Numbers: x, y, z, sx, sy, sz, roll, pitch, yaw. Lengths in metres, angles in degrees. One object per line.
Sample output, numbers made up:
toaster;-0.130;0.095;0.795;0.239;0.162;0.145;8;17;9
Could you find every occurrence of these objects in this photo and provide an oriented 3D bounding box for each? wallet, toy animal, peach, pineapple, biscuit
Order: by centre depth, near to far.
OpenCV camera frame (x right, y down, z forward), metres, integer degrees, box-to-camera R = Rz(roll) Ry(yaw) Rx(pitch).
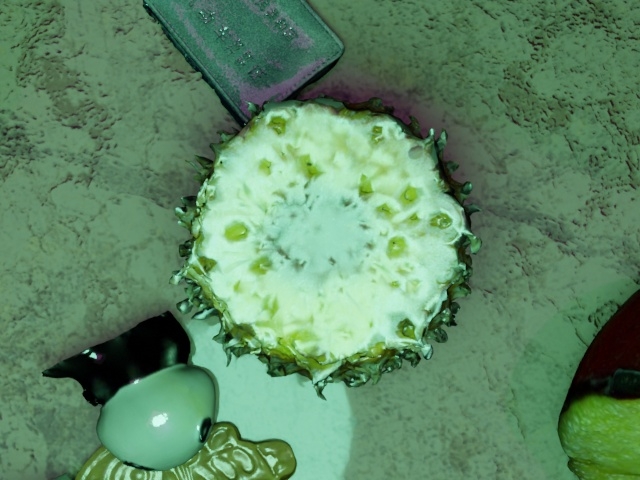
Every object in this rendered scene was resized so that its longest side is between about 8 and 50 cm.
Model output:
peach;0.478;0.199;1.390;0.416;0.339;0.353;-8;43;-11
pineapple;0.001;0.003;1.393;0.352;0.300;0.353;0;84;-4
toy animal;-0.208;0.184;1.438;0.166;0.138;0.179;-33;73;2
biscuit;-0.161;0.318;1.487;0.288;0.044;0.202;-8;85;-2
wallet;-0.092;-0.264;1.546;0.167;0.036;0.222;-39;87;-6

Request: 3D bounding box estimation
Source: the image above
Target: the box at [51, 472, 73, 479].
box;-0.367;0.438;1.356;0.143;0.225;0.341;41;91;5
